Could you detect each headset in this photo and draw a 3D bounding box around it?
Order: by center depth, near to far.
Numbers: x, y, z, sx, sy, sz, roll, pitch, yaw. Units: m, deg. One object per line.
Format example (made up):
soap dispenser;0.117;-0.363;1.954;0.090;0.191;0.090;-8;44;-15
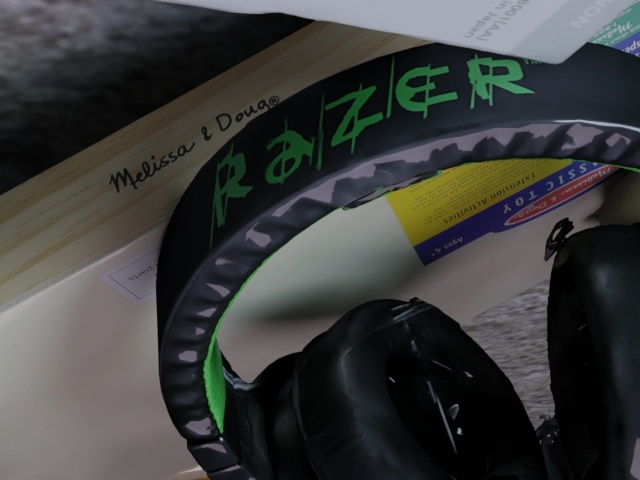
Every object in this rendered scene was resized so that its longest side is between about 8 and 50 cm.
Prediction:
headset;0.085;0.056;0.616;0.243;0.185;0.394;-20;134;12

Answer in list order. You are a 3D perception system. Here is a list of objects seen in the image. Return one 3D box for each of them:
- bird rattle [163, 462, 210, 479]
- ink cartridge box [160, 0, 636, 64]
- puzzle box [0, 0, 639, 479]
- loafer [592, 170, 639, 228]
bird rattle;-0.088;0.199;1.129;0.254;0.143;0.207;-8;148;20
ink cartridge box;0.044;-0.147;0.308;0.239;0.060;0.275;2;152;-35
puzzle box;0.000;0.000;0.654;0.409;0.052;0.272;-28;155;4
loafer;0.162;0.006;0.701;0.050;0.056;0.148;-25;146;0
